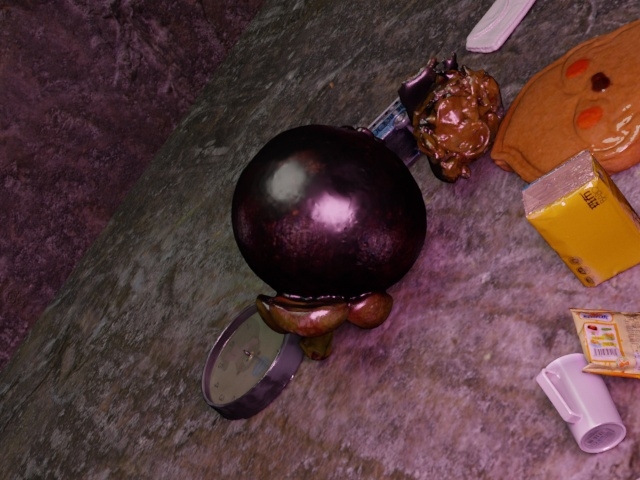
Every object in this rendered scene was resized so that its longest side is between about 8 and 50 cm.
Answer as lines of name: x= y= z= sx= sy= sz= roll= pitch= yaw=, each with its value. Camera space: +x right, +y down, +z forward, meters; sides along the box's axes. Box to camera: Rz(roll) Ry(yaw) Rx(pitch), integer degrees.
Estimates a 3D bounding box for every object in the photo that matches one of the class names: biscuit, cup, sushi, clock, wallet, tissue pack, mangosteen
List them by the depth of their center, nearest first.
cup: x=0.327 y=0.203 z=0.987 sx=0.074 sy=0.104 sz=0.116 roll=-53 pitch=28 yaw=29
tissue pack: x=0.386 y=-0.027 z=1.109 sx=0.120 sy=0.169 sz=0.082 roll=-32 pitch=28 yaw=27
biscuit: x=0.497 y=-0.249 z=1.333 sx=0.455 sy=0.078 sz=0.350 roll=-28 pitch=31 yaw=34
mangosteen: x=0.000 y=0.000 z=1.429 sx=0.382 sy=0.382 sz=0.435 roll=12 pitch=81 yaw=58
sushi: x=0.261 y=-0.236 z=1.502 sx=0.213 sy=0.200 sz=0.204 roll=-48 pitch=36 yaw=13
clock: x=-0.144 y=0.245 z=1.633 sx=0.280 sy=0.055 sz=0.281 roll=-35 pitch=32 yaw=25
wallet: x=0.417 y=-0.513 z=1.786 sx=0.183 sy=0.032 sz=0.124 roll=-51 pitch=31 yaw=-5

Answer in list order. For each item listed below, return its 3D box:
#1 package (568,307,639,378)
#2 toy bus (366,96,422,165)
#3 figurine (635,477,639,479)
package: x=0.387 y=0.133 z=1.005 sx=0.107 sy=0.031 sz=0.121 roll=4 pitch=44 yaw=2
toy bus: x=0.142 y=-0.203 z=1.723 sx=0.297 sy=0.106 sz=0.131 roll=-44 pitch=25 yaw=12
figurine: x=0.434 y=0.266 z=0.659 sx=0.394 sy=0.226 sz=0.275 roll=-12 pitch=71 yaw=34
